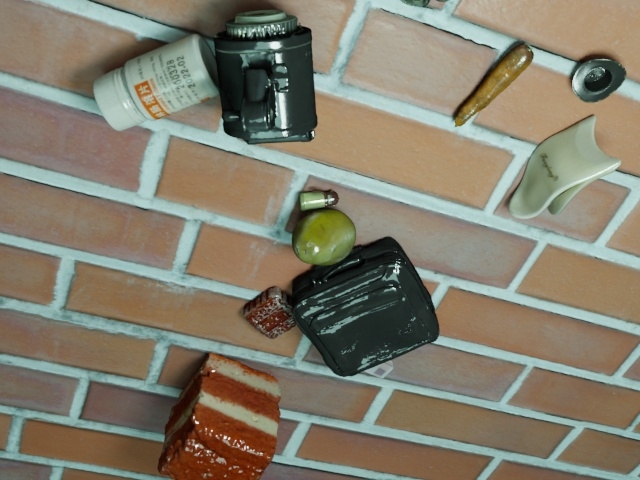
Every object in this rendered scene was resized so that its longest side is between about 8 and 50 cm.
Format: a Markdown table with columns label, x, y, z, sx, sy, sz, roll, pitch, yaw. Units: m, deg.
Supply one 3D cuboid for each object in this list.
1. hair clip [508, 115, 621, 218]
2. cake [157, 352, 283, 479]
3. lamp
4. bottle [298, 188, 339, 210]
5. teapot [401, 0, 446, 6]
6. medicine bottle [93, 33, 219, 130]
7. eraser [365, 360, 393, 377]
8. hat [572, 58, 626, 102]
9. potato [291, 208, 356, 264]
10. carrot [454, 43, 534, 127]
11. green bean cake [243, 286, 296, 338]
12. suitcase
| label | x | y | z | sx | sy | sz | roll | pitch | yaw |
| --- | --- | --- | --- | --- | --- | --- | --- | --- | --- |
| hair clip | 0.577 | -0.158 | 1.812 | 0.113 | 0.172 | 0.282 | 8 | 138 | -20 |
| cake | -0.289 | 0.533 | 2.151 | 0.270 | 0.319 | 0.269 | 28 | 122 | -17 |
| lamp | -0.112 | -0.347 | 1.568 | 0.205 | 0.374 | 0.272 | -1 | 95 | 4 |
| bottle | -0.003 | -0.103 | 1.869 | 0.101 | 0.047 | 0.063 | -7 | 171 | -5 |
| teapot | 0.248 | -0.551 | 1.500 | 0.149 | 0.162 | 0.239 | 23 | 148 | -34 |
| medicine bottle | -0.351 | -0.338 | 1.603 | 0.252 | 0.144 | 0.144 | -17 | 126 | 10 |
| eraser | 0.164 | 0.376 | 2.250 | 0.105 | 0.026 | 0.065 | 29 | 122 | -23 |
| hat | 0.638 | -0.376 | 1.709 | 0.121 | 0.050 | 0.121 | 1 | 128 | 1 |
| potato | 0.000 | 0.000 | 1.858 | 0.157 | 0.194 | 0.157 | 8 | 111 | 22 |
| carrot | 0.393 | -0.352 | 1.706 | 0.059 | 0.059 | 0.248 | 28 | 123 | -23 |
| green bean cake | -0.131 | 0.206 | 2.081 | 0.135 | 0.056 | 0.136 | -37 | 121 | 19 |
| suitcase | 0.120 | 0.179 | 2.018 | 0.345 | 0.188 | 0.339 | -24 | 119 | 15 |
